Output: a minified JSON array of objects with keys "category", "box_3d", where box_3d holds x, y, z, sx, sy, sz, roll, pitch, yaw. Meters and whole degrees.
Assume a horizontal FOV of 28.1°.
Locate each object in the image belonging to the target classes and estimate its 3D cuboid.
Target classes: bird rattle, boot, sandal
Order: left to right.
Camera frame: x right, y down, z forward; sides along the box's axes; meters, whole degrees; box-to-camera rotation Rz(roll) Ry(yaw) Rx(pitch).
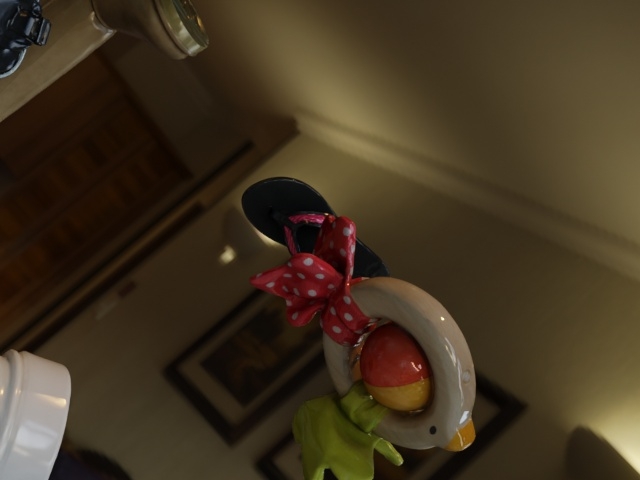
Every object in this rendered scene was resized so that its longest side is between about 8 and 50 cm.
[{"category":"boot","box_3d":[-0.252,-0.183,1.259,0.089,0.269,0.236,52,7,-38]},{"category":"sandal","box_3d":[0.000,0.000,1.269,0.179,0.067,0.040,38,14,-19]},{"category":"bird rattle","box_3d":[0.057,0.101,1.183,0.207,0.143,0.254,5,-76,41]}]

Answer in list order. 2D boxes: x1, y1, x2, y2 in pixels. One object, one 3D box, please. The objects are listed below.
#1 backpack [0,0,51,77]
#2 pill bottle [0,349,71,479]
[{"category":"backpack","box_3d":[-0.364,-0.269,1.077,0.191,0.225,0.253,25,9,37]},{"category":"pill bottle","box_3d":[-0.168,0.058,0.473,0.137,0.078,0.078,20,1,-23]}]
